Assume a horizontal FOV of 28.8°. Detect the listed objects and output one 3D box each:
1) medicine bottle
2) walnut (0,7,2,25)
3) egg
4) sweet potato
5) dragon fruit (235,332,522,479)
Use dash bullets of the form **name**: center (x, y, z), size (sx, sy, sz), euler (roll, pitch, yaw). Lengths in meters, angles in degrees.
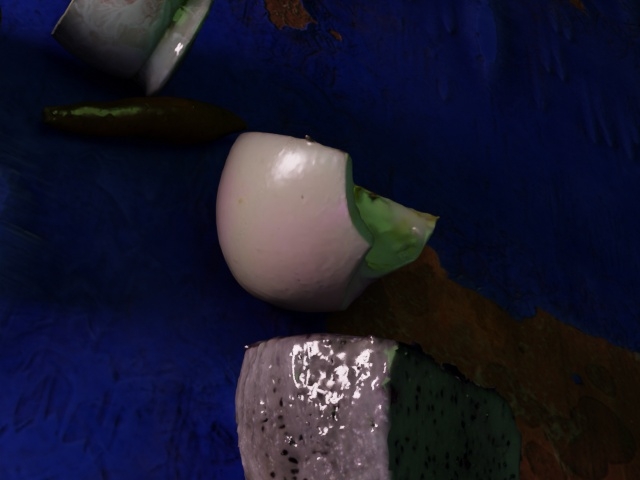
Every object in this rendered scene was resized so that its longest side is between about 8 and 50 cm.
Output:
- **medicine bottle**: center (-0.211, -0.252, 1.414), size (0.143, 0.147, 0.147), euler (31, 36, -16)
- **walnut**: center (-0.402, -0.249, 1.254), size (0.180, 0.144, 0.144), euler (34, 35, 7)
- **egg**: center (-0.015, -0.004, 1.314), size (0.206, 0.161, 0.271), euler (17, -8, 22)
- **sweet potato**: center (-0.185, -0.135, 1.386), size (0.265, 0.057, 0.057), euler (1, 51, -43)
- **dragon fruit**: center (0.035, 0.211, 1.105), size (0.283, 0.204, 0.221), euler (28, 60, -53)
